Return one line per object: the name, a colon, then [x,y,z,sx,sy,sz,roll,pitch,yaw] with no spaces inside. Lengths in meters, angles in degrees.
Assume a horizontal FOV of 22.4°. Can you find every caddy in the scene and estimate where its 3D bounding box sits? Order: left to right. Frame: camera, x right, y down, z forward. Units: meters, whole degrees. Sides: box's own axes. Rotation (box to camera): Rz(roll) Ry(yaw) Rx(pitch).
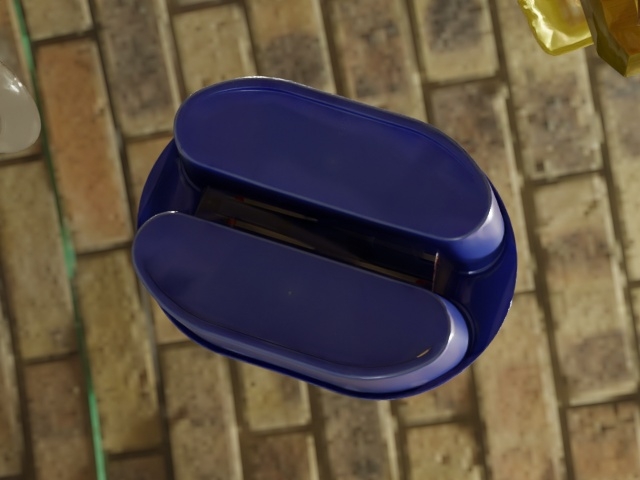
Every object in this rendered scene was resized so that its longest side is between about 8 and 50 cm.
caddy: [0.000,0.000,1.386,0.179,0.341,0.241,46,62,-81]

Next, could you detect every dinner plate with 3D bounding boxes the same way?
dinner plate: [-0.276,-0.109,1.210,0.017,0.141,0.141,-64,147,-33]

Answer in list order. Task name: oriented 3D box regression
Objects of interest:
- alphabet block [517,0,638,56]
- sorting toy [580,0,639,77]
alphabet block: [0.235,-0.305,1.342,0.193,0.192,0.197,55,26,-33]
sorting toy: [0.135,-0.232,0.863,0.229,0.041,0.307,133,-61,-80]
